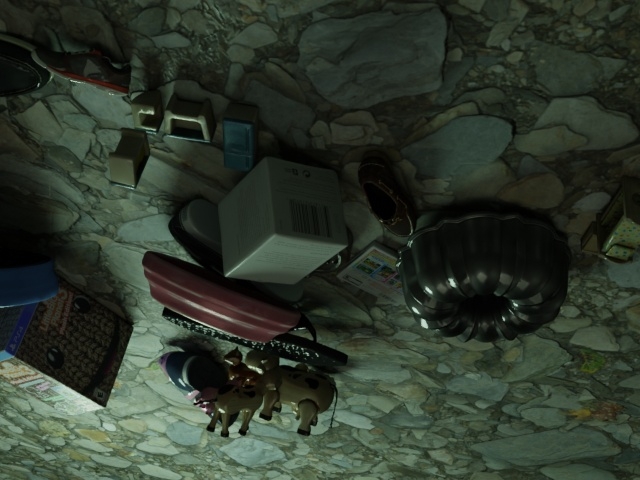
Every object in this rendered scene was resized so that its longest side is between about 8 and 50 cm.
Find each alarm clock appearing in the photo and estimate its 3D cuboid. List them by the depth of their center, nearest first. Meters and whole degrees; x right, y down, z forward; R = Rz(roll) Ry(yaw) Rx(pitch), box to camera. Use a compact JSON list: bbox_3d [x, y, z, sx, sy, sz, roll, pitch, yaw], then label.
[{"bbox_3d":[0.000,0.000,1.529,0.129,0.064,0.192,15,141,-5],"label":"alarm clock"}]

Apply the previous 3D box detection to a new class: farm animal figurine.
[{"bbox_3d":[-0.112,0.336,1.857,0.327,0.330,0.172,15,102,-4],"label":"farm animal figurine"}]

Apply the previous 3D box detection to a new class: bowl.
[{"bbox_3d":[-0.739,0.068,1.626,0.391,0.077,0.391,4,-175,0],"label":"bowl"}]

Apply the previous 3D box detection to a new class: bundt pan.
[{"bbox_3d":[0.303,0.089,1.477,0.331,0.124,0.331,3,146,2],"label":"bundt pan"}]

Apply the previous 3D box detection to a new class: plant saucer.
[{"bbox_3d":[-0.205,0.118,1.576,0.332,0.084,0.332,23,178,1],"label":"plant saucer"}]

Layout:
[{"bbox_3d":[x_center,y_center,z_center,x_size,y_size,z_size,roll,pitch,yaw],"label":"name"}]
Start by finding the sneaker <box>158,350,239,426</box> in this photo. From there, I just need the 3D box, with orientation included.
[{"bbox_3d":[-0.316,0.387,2.115,0.131,0.112,0.319,11,145,30],"label":"sneaker"}]

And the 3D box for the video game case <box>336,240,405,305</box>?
[{"bbox_3d":[0.135,0.070,1.618,0.157,0.019,0.143,27,141,-18],"label":"video game case"}]

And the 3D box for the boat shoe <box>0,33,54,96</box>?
[{"bbox_3d":[-0.608,-0.266,1.293,0.340,0.113,0.127,8,142,5],"label":"boat shoe"}]

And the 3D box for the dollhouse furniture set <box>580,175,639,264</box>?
[{"bbox_3d":[0.552,0.002,1.340,0.161,0.101,0.182,12,144,0],"label":"dollhouse furniture set"}]

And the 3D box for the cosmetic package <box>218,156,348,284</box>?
[{"bbox_3d":[-0.070,-0.029,1.397,0.151,0.151,0.184,10,150,-34],"label":"cosmetic package"}]

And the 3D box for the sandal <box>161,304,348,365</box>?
[{"bbox_3d":[-0.146,0.181,1.771,0.446,0.107,0.167,14,163,18],"label":"sandal"}]

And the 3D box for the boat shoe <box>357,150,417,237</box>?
[{"bbox_3d":[0.116,-0.064,1.400,0.073,0.073,0.207,-12,139,24],"label":"boat shoe"}]

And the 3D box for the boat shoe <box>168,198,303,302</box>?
[{"bbox_3d":[-0.169,0.036,1.584,0.301,0.108,0.102,35,138,-25],"label":"boat shoe"}]

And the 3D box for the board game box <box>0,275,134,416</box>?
[{"bbox_3d":[-0.623,0.243,1.880,0.141,0.232,0.291,-20,134,34],"label":"board game box"}]

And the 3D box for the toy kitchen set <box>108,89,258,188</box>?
[{"bbox_3d":[-0.220,-0.137,1.313,0.207,0.166,0.122,10,144,3],"label":"toy kitchen set"}]

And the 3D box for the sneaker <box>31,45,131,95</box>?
[{"bbox_3d":[-0.375,-0.284,1.264,0.158,0.061,0.064,17,106,-21],"label":"sneaker"}]
